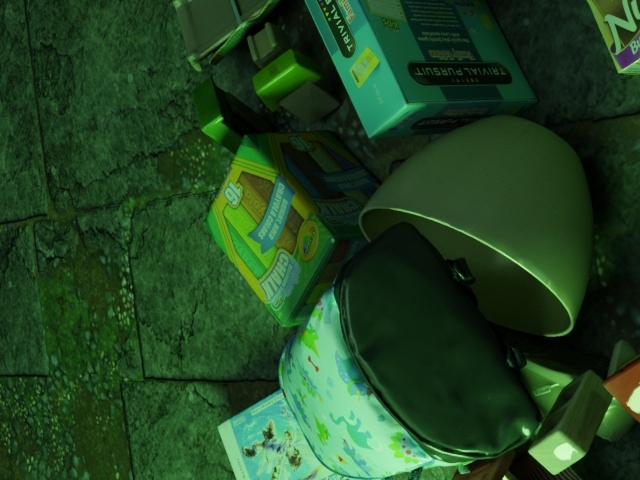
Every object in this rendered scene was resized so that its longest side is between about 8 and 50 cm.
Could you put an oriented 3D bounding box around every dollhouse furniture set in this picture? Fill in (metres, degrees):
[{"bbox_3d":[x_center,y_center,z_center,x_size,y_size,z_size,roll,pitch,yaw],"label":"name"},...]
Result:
[{"bbox_3d":[-0.094,-0.295,1.785,0.197,0.151,0.302,-33,53,22],"label":"dollhouse furniture set"},{"bbox_3d":[0.323,0.267,1.301,0.201,0.152,0.374,44,135,-1],"label":"dollhouse furniture set"}]

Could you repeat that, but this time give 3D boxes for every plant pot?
[{"bbox_3d":[0.215,-0.038,1.390,0.284,0.284,0.191,17,71,43],"label":"plant pot"}]

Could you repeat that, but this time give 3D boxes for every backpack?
[{"bbox_3d":[0.085,0.166,1.435,0.290,0.273,0.355,57,176,4],"label":"backpack"}]

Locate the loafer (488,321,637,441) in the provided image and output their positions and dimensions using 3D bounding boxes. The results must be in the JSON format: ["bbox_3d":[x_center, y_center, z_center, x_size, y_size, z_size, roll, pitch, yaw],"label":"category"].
[{"bbox_3d":[0.279,0.175,1.439,0.268,0.102,0.092,22,114,39],"label":"loafer"}]

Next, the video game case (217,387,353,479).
[{"bbox_3d":[-0.029,0.357,1.809,0.269,0.061,0.244,-36,71,42],"label":"video game case"}]

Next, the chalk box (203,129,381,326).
[{"bbox_3d":[0.000,0.000,1.646,0.289,0.179,0.180,49,128,29],"label":"chalk box"}]

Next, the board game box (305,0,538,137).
[{"bbox_3d":[0.101,-0.294,1.448,0.079,0.253,0.336,-38,68,42],"label":"board game box"}]

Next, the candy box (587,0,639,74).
[{"bbox_3d":[0.398,-0.279,1.291,0.186,0.053,0.109,-32,71,42],"label":"candy box"}]
